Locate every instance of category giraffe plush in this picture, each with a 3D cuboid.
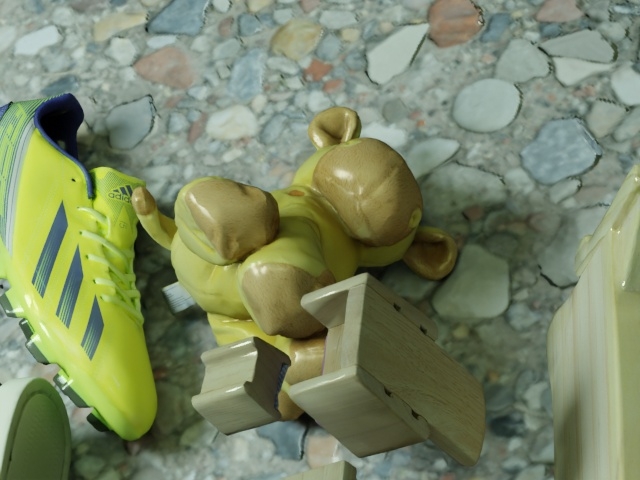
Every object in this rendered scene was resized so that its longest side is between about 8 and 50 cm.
[{"bbox_3d":[0.000,0.000,1.190,0.170,0.181,0.210,-32,20,-19],"label":"giraffe plush"}]

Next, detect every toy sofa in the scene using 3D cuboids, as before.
[{"bbox_3d":[0.223,0.152,1.033,0.150,0.177,0.362,8,56,-7],"label":"toy sofa"}]

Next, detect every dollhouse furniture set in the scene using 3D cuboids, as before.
[{"bbox_3d":[-0.045,0.223,1.070,0.303,0.198,0.286,-21,45,33],"label":"dollhouse furniture set"}]

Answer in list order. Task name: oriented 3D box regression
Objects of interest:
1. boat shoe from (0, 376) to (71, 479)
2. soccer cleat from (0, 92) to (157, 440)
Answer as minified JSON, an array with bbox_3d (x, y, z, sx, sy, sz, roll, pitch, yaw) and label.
[{"bbox_3d":[-0.250,0.232,1.106,0.113,0.127,0.340,0,59,20],"label":"boat shoe"},{"bbox_3d":[-0.162,0.006,1.250,0.121,0.093,0.289,-28,54,-5],"label":"soccer cleat"}]
